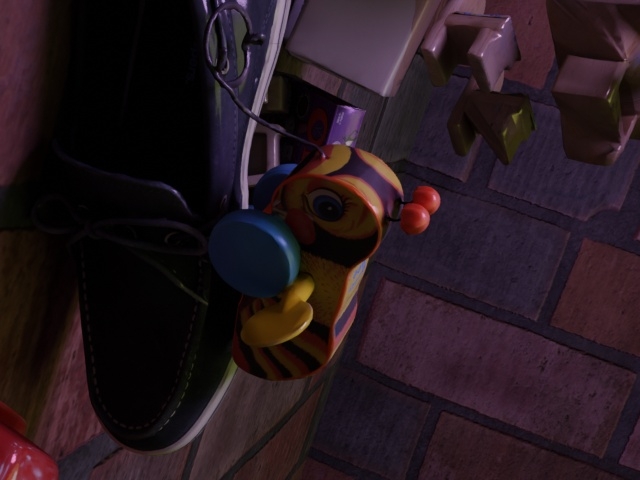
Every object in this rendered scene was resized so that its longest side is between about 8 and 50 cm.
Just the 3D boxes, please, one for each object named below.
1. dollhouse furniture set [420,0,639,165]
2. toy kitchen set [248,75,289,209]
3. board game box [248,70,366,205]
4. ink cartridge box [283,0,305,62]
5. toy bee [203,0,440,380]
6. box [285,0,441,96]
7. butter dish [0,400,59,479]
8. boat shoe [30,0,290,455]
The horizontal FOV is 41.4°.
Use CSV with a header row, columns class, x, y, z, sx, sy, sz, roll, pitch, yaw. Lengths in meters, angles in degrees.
class,x,y,z,sx,sy,sz,roll,pitch,yaw
dollhouse furniture set,0.322,-0.273,0.927,0.256,0.362,0.394,-60,145,-22
toy kitchen set,-0.115,-0.093,0.970,0.166,0.122,0.207,5,85,-77
board game box,-0.054,-0.033,1.115,0.056,0.208,0.346,6,108,-34
ink cartridge box,0.055,-0.334,1.153,0.087,0.153,0.208,31,78,-77
toy bee,0.000,0.000,0.625,0.298,0.162,0.195,75,34,-53
box,0.089,-0.320,0.918,0.311,0.121,0.148,-64,175,15
butter dish,-0.270,0.220,0.695,0.160,0.118,0.159,84,28,-64
boat shoe,-0.143,-0.040,0.709,0.156,0.187,0.500,-21,127,-61
